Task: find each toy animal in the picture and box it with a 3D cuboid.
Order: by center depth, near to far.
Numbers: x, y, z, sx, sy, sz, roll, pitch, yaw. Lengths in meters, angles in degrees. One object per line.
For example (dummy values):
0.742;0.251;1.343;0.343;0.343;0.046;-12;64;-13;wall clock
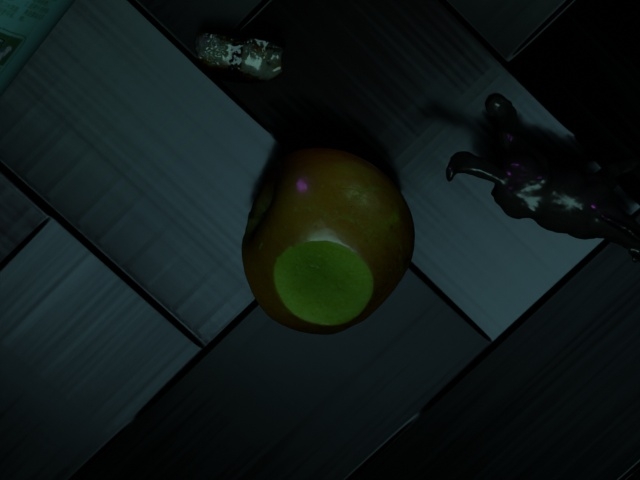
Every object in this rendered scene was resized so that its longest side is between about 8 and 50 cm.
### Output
0.224;-0.048;1.690;0.233;0.148;0.084;24;104;-11;toy animal

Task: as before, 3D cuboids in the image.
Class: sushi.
-0.074;-0.165;1.689;0.083;0.044;0.046;7;107;-4;sushi

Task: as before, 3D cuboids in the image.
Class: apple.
0.001;-0.004;1.693;0.147;0.146;0.163;38;118;-22;apple

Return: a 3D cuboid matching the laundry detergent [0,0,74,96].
-0.329;-0.259;1.516;0.287;0.287;0.305;37;103;-14;laundry detergent
